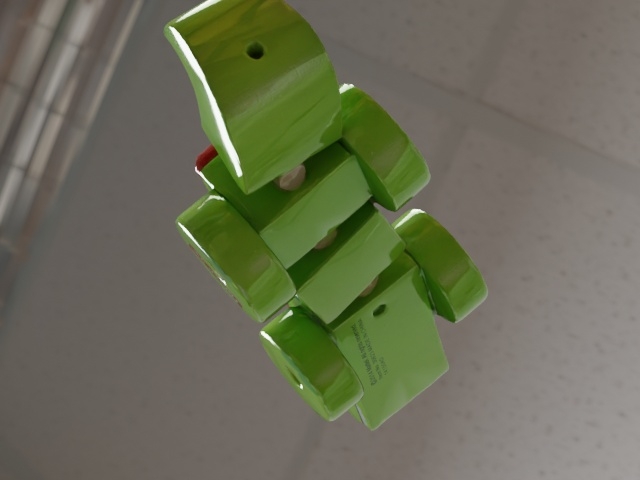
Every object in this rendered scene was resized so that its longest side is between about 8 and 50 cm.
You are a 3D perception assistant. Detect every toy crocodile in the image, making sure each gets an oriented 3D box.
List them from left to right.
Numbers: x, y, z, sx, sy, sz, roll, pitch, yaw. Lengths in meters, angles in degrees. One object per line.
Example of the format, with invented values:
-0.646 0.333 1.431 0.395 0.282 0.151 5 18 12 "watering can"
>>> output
0.000 0.000 0.961 0.115 0.340 0.105 -40 -122 -6 "toy crocodile"
